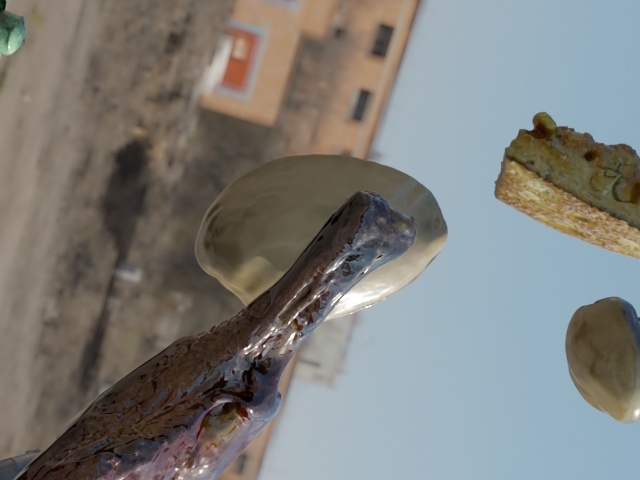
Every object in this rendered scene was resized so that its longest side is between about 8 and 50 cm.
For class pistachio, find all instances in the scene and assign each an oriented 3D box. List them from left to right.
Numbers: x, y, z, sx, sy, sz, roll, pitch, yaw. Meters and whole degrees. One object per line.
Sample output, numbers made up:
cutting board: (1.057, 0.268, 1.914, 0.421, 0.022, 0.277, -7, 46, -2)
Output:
pistachio: (0.000, 0.000, 1.615, 0.126, 0.223, 0.152, 75, 12, -81)

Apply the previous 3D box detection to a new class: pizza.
pizza: (0.318, -0.035, 2.016, 0.087, 0.258, 0.268, -58, 175, -8)

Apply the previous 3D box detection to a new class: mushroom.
mushroom: (0.344, 0.099, 1.641, 0.159, 0.329, 0.122, 12, -79, 54)

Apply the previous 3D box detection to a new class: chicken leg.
chicken leg: (-0.094, 0.112, 1.250, 0.407, 0.096, 0.158, -43, 170, 3)

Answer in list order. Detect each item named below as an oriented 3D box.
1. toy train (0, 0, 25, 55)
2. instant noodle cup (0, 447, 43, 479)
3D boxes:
toy train: (-0.461, -0.241, 1.956, 0.189, 0.308, 0.126, 108, 1, -52)
instant noodle cup: (-0.265, 0.279, 1.546, 0.258, 0.302, 0.181, 3, 68, -73)
